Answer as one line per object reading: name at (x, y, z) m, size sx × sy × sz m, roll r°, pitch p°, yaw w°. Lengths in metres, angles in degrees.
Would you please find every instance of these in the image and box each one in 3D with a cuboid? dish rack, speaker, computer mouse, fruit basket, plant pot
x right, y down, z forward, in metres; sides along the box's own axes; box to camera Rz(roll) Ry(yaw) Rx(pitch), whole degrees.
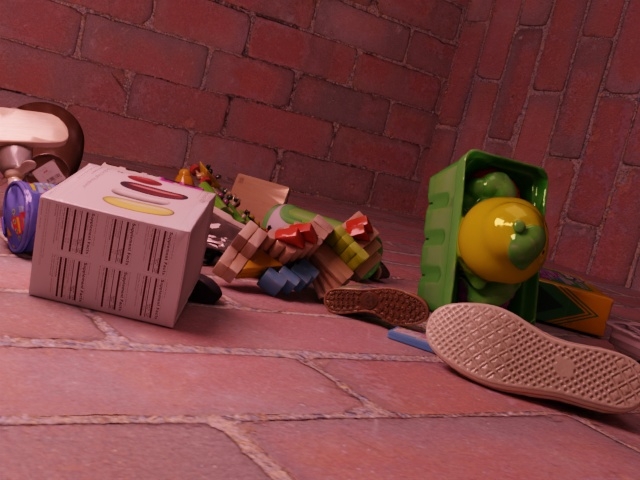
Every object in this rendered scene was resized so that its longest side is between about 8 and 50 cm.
dish rack at (0.781, 0.258, 1.604) m, size 0.285 × 0.072 × 0.333 m, roll 10°, pitch 8°, yaw -33°
speaker at (0.000, 0.000, 1.863) m, size 0.296 × 0.131 × 0.131 m, roll 19°, pitch 9°, yaw 36°
computer mouse at (-0.275, 0.055, 1.258) m, size 0.242 × 0.041 × 0.071 m, roll 13°, pitch 8°, yaw -2°
fruit basket at (0.369, 0.003, 1.584) m, size 0.282 × 0.392 × 0.392 m, roll 10°, pitch 8°, yaw -31°
plant pot at (-0.688, -0.207, 1.936) m, size 0.215 × 0.215 × 0.230 m, roll 10°, pitch 22°, yaw -28°

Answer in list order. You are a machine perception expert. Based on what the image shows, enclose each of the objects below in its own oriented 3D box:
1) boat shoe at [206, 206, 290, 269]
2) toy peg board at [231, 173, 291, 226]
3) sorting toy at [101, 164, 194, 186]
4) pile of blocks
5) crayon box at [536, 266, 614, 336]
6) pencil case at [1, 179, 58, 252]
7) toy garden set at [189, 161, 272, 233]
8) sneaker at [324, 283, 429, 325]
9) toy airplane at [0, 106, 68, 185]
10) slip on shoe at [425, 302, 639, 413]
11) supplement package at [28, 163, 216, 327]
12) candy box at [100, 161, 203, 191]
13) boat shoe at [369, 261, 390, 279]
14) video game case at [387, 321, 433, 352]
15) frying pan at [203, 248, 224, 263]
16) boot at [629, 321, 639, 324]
boat shoe at (-0.130, 0.028, 1.554) m, size 0.335 × 0.096 × 0.112 m, roll 27°, pitch -5°, yaw 2°
toy peg board at (-0.162, -0.072, 2.030) m, size 0.161 × 0.161 × 0.079 m, roll 18°, pitch -7°, yaw 25°
sorting toy at (-0.413, -0.121, 1.836) m, size 0.365 × 0.126 × 0.127 m, roll 12°, pitch 11°, yaw 33°
pile of blocks at (-0.015, 0.023, 1.434) m, size 0.362 × 0.149 × 0.113 m, roll -10°, pitch -25°, yaw -34°
crayon box at (0.552, 0.128, 2.017) m, size 0.313 × 0.106 × 0.363 m, roll 16°, pitch 8°, yaw 5°
pencil case at (-0.393, -0.027, 1.343) m, size 0.306 × 0.119 × 0.133 m, roll 7°, pitch -31°, yaw -43°
toy garden set at (-0.190, -0.080, 1.801) m, size 0.244 × 0.049 × 0.204 m, roll 41°, pitch 5°, yaw -48°
sneaker at (0.109, 0.110, 1.413) m, size 0.192 × 0.064 × 0.086 m, roll 6°, pitch 5°, yaw 18°
toy airplane at (-0.714, -0.188, 1.378) m, size 0.386 × 0.272 × 0.384 m, roll 28°, pitch 42°, yaw 7°
slip on shoe at (0.321, 0.185, 1.187) m, size 0.331 × 0.123 × 0.101 m, roll 16°, pitch -15°, yaw 13°
supplement package at (-0.277, 0.000, 1.118) m, size 0.203 × 0.149 × 0.194 m, roll 14°, pitch 19°, yaw -2°
candy box at (-0.386, -0.073, 1.651) m, size 0.233 × 0.071 × 0.159 m, roll 16°, pitch 37°, yaw 5°
boat shoe at (0.122, 0.063, 1.917) m, size 0.049 × 0.056 × 0.152 m, roll 16°, pitch 15°, yaw -26°
video game case at (0.197, 0.171, 1.371) m, size 0.119 × 0.015 × 0.166 m, roll 17°, pitch 8°, yaw 20°
frying pan at (-0.250, 0.002, 1.707) m, size 0.197 × 0.053 × 0.326 m, roll 16°, pitch 5°, yaw 22°
boot at (0.795, 0.235, 1.879) m, size 0.084 × 0.059 × 0.158 m, roll 4°, pitch 4°, yaw -40°
